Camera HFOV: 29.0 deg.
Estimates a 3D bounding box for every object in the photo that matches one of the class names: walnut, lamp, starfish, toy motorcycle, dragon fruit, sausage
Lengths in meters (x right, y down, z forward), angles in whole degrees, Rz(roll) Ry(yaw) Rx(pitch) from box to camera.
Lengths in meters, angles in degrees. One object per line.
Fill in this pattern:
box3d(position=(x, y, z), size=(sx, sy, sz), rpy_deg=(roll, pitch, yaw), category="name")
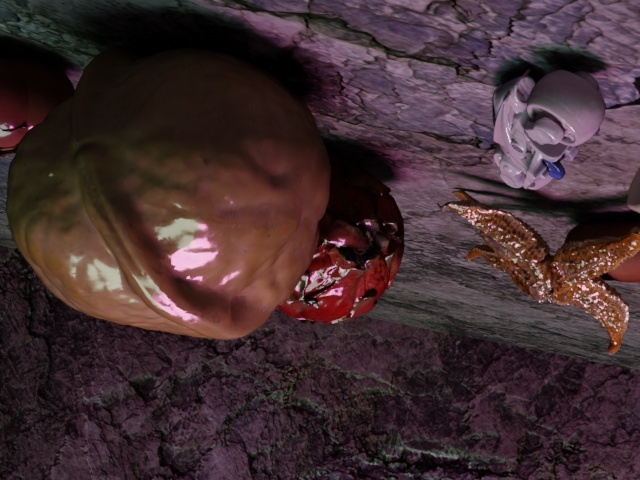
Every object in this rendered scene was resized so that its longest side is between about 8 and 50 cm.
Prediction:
box3d(position=(-0.162, -0.054, 1.401), size=(0.381, 0.381, 0.381), rpy_deg=(13, 170, 2), category="walnut")
box3d(position=(-0.400, -0.179, 1.577), size=(0.181, 0.140, 0.182), rpy_deg=(-3, 179, 0), category="lamp")
box3d(position=(0.286, 0.016, 1.682), size=(0.293, 0.084, 0.301), rpy_deg=(29, 160, 23), category="starfish")
box3d(position=(0.217, -0.116, 1.252), size=(0.112, 0.113, 0.254), rpy_deg=(13, 169, 0), category="toy motorcycle")
box3d(position=(0.000, 0.000, 1.714), size=(0.244, 0.245, 0.299), rpy_deg=(15, 179, -12), category="dragon fruit")
box3d(position=(0.463, 0.010, 1.610), size=(0.094, 0.094, 0.419), rpy_deg=(-29, -169, -27), category="sausage")

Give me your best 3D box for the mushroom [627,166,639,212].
box3d(position=(0.507, -0.035, 1.172), size=(0.407, 0.138, 0.154), rpy_deg=(9, 158, 8), category="mushroom")
